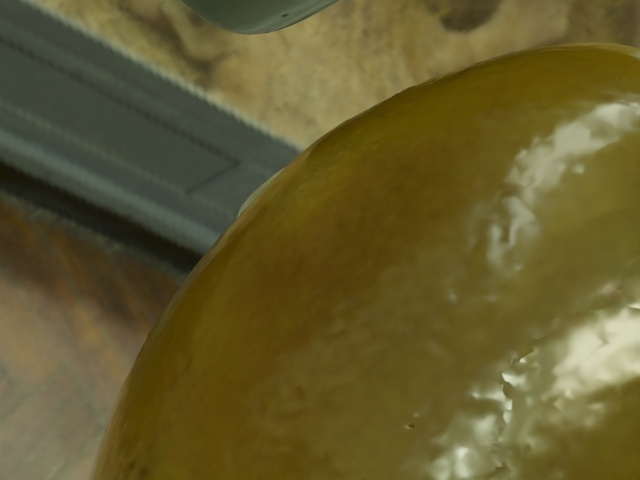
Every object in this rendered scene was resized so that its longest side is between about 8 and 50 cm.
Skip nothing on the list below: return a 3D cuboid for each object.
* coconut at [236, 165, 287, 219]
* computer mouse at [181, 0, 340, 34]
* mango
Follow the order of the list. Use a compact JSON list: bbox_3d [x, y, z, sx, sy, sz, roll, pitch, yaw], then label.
[{"bbox_3d":[0.000,0.000,1.161,0.116,0.116,0.122,62,15,-1],"label":"coconut"},{"bbox_3d":[0.065,-0.172,0.530,0.097,0.288,0.159,44,-4,29],"label":"computer mouse"},{"bbox_3d":[0.028,0.057,0.432,0.254,0.175,0.139,-47,131,-17],"label":"mango"}]
